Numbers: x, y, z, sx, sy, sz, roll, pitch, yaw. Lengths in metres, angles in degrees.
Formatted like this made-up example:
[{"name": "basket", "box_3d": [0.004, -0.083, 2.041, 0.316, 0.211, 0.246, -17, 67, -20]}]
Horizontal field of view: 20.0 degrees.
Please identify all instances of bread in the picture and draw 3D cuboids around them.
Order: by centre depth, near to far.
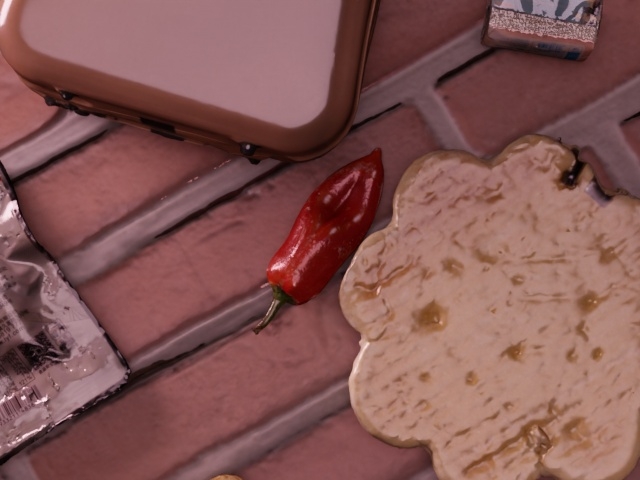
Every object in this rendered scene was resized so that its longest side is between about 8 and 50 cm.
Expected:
[{"name": "bread", "box_3d": [0.166, 0.067, 1.515, 0.316, 0.054, 0.316, 0, 86, 1]}]

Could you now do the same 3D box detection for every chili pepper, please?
[{"name": "chili pepper", "box_3d": [0.001, 0.000, 1.527, 0.059, 0.050, 0.191, 30, 81, 20]}]

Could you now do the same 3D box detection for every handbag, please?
[{"name": "handbag", "box_3d": [-0.093, -0.221, 1.497, 0.302, 0.149, 0.283, 15, 90, 5]}]

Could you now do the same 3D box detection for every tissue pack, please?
[{"name": "tissue pack", "box_3d": [0.186, -0.187, 1.518, 0.094, 0.074, 0.058, 9, 84, 0]}]

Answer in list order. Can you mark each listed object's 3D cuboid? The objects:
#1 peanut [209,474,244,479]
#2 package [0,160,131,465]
[{"name": "peanut", "box_3d": [-0.111, 0.226, 1.520, 0.113, 0.054, 0.054, -12, 86, -1]}, {"name": "package", "box_3d": [-0.283, 0.059, 1.544, 0.154, 0.030, 0.239, -32, 86, 1]}]
